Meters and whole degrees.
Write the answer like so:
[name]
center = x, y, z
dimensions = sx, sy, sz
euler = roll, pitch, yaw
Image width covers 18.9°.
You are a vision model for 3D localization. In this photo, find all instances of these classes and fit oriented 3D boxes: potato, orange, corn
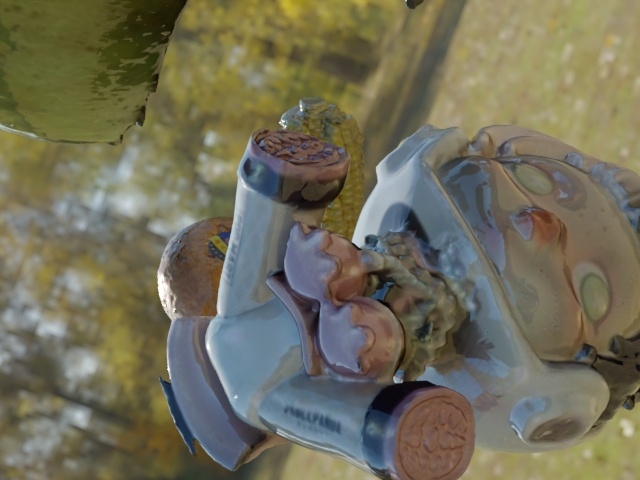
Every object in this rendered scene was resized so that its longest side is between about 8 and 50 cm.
[potato]
center = -0.223, -0.194, 1.195
dimensions = 0.330, 0.212, 0.280
euler = 59, 146, 41
[orange]
center = -0.087, 0.045, 1.831
dimensions = 0.135, 0.135, 0.117
euler = -70, -15, -46
[corn]
center = 0.000, 0.000, 1.742
dimensions = 0.086, 0.086, 0.288
euler = -71, -17, -59

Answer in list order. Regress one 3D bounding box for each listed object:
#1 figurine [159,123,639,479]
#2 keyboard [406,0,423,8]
[figurine]
center = 0.084, 0.034, 1.320
dimensions = 0.211, 0.361, 0.253
euler = -24, 80, 51
[keyboard]
center = 0.163, -0.361, 2.284
dimensions = 0.250, 0.017, 0.087
euler = -47, -35, -42
